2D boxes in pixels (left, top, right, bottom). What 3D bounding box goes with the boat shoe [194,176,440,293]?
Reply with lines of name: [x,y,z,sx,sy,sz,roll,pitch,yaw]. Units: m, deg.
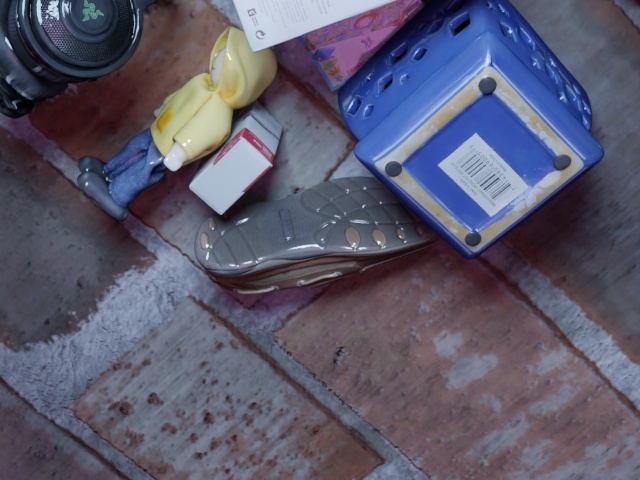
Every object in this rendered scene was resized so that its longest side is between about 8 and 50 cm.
boat shoe: [0.000,0.000,1.328,0.324,0.123,0.116,-7,148,1]

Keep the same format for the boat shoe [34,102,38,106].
boat shoe: [-0.452,-0.273,1.251,0.092,0.103,0.285,-38,111,16]

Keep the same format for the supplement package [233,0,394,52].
supplement package: [0.020,-0.347,1.073,0.262,0.198,0.199,-19,105,5]

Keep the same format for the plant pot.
plant pot: [0.175,-0.131,1.162,0.236,0.212,0.236,-40,112,22]

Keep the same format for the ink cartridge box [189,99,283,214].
ink cartridge box: [-0.103,-0.107,1.265,0.056,0.135,0.099,42,113,-16]

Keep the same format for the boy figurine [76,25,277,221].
boy figurine: [-0.171,-0.144,1.235,0.285,0.177,0.092,-40,118,15]

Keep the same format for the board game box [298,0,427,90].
board game box: [0.053,-0.266,1.231,0.154,0.026,0.103,-27,109,18]

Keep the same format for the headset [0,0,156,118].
headset: [-0.297,-0.196,1.108,0.243,0.394,0.185,-16,112,38]
